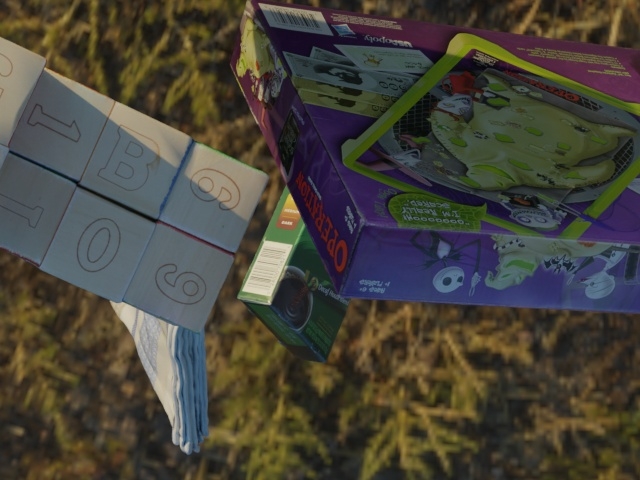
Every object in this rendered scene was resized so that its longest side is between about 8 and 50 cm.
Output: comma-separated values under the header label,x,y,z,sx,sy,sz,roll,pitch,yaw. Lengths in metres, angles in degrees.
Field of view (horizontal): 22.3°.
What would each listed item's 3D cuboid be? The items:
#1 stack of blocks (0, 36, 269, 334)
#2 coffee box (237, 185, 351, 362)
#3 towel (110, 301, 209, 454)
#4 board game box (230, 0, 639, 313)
label,x,y,z,sx,sy,sz,roll,pitch,yaw
stack of blocks,-0.180,-0.055,0.769,0.297,0.171,0.087,26,86,-20
coffee box,0.000,0.000,1.428,0.040,0.184,0.113,7,153,34
towel,-0.169,0.037,1.518,0.034,0.285,0.209,-16,140,-17
board game box,0.143,-0.039,0.840,0.346,0.208,0.056,4,120,-22
